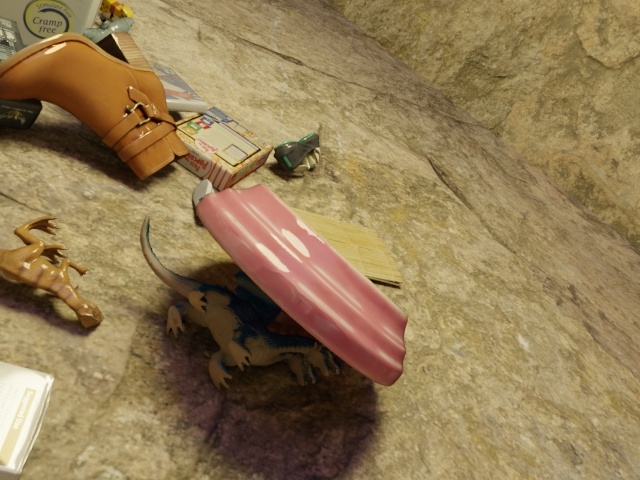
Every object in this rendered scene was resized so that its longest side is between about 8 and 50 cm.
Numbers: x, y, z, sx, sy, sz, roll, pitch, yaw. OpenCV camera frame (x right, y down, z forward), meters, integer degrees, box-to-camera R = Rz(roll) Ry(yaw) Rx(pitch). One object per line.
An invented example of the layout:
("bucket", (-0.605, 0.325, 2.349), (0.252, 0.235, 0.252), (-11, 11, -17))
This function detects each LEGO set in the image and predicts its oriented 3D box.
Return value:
("LEGO set", (-0.420, -0.525, 1.236), (0.093, 0.227, 0.087), (40, 48, -7))

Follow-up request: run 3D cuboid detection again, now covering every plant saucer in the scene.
("plant saucer", (-0.008, 0.041, 0.739), (0.332, 0.084, 0.332), (43, 1, -1))

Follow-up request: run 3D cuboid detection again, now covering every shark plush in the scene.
("shark plush", (-0.449, -0.429, 1.179), (0.073, 0.067, 0.161), (46, 31, 21))

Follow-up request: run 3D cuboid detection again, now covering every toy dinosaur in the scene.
("toy dinosaur", (-0.326, 0.022, 0.625), (0.212, 0.064, 0.112), (25, 31, -14))

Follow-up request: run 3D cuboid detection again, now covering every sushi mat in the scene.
("sushi mat", (0.000, 0.000, 1.025), (0.317, 0.019, 0.151), (14, 33, -31))

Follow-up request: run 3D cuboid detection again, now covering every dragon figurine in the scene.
("dragon figurine", (-0.105, 0.086, 0.720), (0.289, 0.085, 0.144), (45, 29, 11))

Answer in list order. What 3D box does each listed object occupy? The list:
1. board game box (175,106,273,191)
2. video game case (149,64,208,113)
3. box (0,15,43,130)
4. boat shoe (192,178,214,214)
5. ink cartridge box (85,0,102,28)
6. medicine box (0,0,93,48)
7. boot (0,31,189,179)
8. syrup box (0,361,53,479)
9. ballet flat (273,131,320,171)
("board game box", (-0.189, -0.174, 1.075), (0.147, 0.045, 0.193), (34, 29, 2))
("video game case", (-0.338, -0.291, 1.080), (0.201, 0.023, 0.183), (-5, 38, -40))
("box", (-0.524, -0.255, 0.794), (0.233, 0.059, 0.183), (2, 55, -51))
("boat shoe", (-0.179, -0.060, 0.931), (0.035, 0.035, 0.100), (47, 13, -38))
("ink cartridge box", (-0.570, -0.571, 1.141), (0.198, 0.197, 0.270), (-5, 47, -49))
("medicine box", (-0.510, -0.459, 0.936), (0.264, 0.289, 0.149), (7, 38, -38))
("boot", (-0.326, -0.183, 0.859), (0.220, 0.109, 0.283), (64, 27, -11))
("syrup box", (-0.335, 0.130, 0.420), (0.237, 0.093, 0.096), (21, 31, -21))
("ballet flat", (-0.040, -0.180, 1.221), (0.074, 0.074, 0.203), (36, 23, 5))
